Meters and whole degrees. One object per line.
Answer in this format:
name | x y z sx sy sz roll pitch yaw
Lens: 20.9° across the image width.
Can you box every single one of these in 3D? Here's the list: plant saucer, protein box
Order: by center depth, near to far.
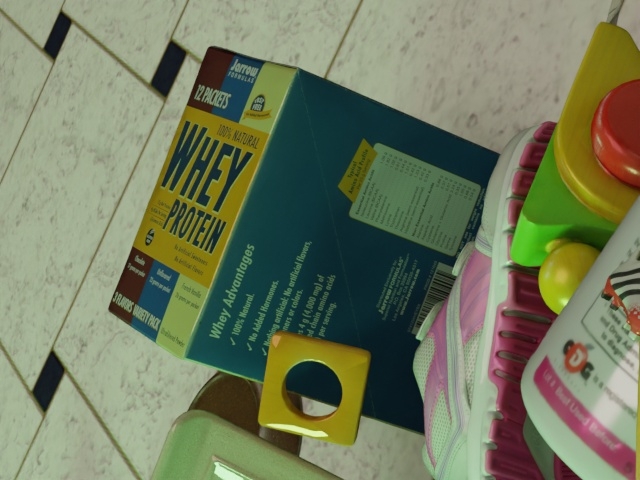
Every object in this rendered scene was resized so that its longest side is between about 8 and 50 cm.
protein box | 0.000 0.000 1.178 0.136 0.201 0.200 24 93 60
plant saucer | -0.074 0.167 1.371 0.168 0.029 0.168 -37 43 44

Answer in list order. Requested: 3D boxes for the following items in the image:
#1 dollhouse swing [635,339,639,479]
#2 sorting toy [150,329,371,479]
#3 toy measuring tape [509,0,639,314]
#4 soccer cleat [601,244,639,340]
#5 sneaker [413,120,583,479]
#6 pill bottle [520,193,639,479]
dollhouse swing | 0.298 0.139 0.631 0.347 0.315 0.305 -36 20 43
sorting toy | -0.028 0.219 1.125 0.047 0.196 0.347 -42 -25 -70
toy measuring tape | 0.205 -0.081 1.022 0.121 0.121 0.330 -26 31 50
soccer cleat | 0.143 0.025 0.727 0.035 0.029 0.083 -58 17 11
sneaker | 0.110 0.048 1.070 0.111 0.103 0.252 -6 67 55
pill bottle | 0.234 0.002 0.839 0.283 0.160 0.160 -59 32 19
